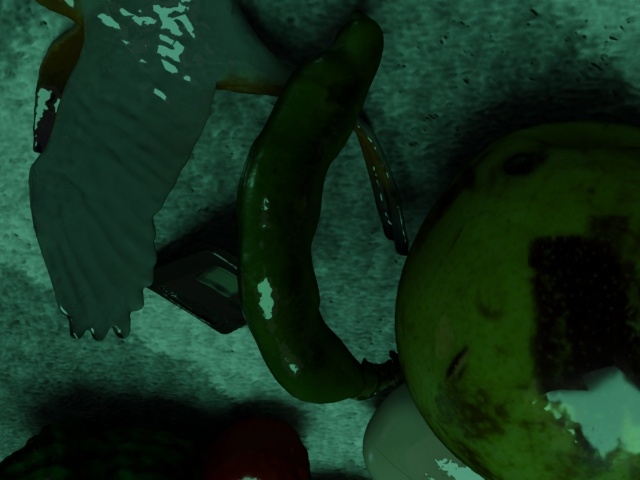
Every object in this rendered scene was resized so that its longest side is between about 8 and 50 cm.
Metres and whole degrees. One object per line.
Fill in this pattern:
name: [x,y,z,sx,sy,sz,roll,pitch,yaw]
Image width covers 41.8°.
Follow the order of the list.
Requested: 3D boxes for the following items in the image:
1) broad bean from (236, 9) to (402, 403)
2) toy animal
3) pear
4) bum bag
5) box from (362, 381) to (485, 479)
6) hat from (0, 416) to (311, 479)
broad bean: [0.000,0.000,0.575,0.049,0.144,0.292,16,121,43]
toy animal: [-0.059,-0.110,0.571,0.284,0.225,0.302,-5,121,-15]
pear: [0.191,0.053,0.593,0.283,0.283,0.283,3,131,3]
bum bag: [-0.089,0.041,0.730,0.109,0.026,0.159,36,151,-24]
box: [0.139,0.225,0.827,0.200,0.088,0.146,36,115,10]
hat: [-0.170,0.277,0.886,0.332,0.242,0.274,-32,148,2]
